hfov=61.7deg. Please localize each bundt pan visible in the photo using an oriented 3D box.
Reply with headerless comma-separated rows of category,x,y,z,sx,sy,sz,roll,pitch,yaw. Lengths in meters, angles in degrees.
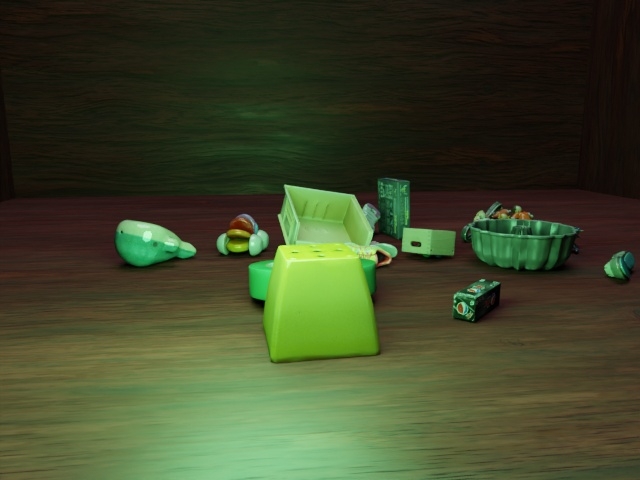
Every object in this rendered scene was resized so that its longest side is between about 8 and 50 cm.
bundt pan,0.641,0.015,1.720,0.330,0.124,0.331,1,11,0

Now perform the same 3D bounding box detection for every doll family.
doll family,0.681,-0.050,2.031,0.262,0.118,0.163,-8,47,-21

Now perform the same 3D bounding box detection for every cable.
cable,0.668,-0.071,2.129,0.287,0.140,0.072,-15,25,-42

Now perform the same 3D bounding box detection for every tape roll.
tape roll,-0.020,0.094,1.354,0.321,0.077,0.321,-2,5,0

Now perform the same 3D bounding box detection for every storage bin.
storage bin,0.010,-0.057,1.812,0.262,0.123,0.260,7,32,-19

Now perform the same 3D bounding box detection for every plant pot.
plant pot,-0.005,0.110,1.085,0.212,0.187,0.212,-2,12,-10

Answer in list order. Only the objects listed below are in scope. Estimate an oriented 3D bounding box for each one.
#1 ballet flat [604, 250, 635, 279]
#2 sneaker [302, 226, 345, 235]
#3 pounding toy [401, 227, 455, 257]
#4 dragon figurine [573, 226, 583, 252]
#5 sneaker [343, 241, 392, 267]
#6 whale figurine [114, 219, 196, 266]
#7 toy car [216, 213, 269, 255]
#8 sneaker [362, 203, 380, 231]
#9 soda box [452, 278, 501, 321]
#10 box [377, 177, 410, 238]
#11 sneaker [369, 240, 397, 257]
ballet flat,0.875,0.080,1.578,0.068,0.072,0.213,-26,-8,37
sneaker,-0.001,0.002,1.917,0.226,0.086,0.163,9,21,6
pounding toy,0.381,0.009,1.862,0.206,0.094,0.181,3,2,-37
dragon figurine,0.870,-0.002,1.898,0.143,0.085,0.289,2,10,13
sneaker,0.132,0.051,1.657,0.208,0.082,0.094,-7,15,-32
whale figurine,-0.540,0.027,1.746,0.216,0.141,0.272,8,-10,35
toy car,-0.273,-0.023,1.891,0.159,0.136,0.182,1,11,10
sneaker,0.166,-0.055,2.195,0.095,0.104,0.236,42,37,-3
soda box,0.369,0.139,1.260,0.053,0.060,0.168,10,14,36
box,0.299,-0.135,2.196,0.059,0.233,0.183,-7,13,-18
sneaker,0.206,0.028,1.843,0.134,0.051,0.070,1,16,26
